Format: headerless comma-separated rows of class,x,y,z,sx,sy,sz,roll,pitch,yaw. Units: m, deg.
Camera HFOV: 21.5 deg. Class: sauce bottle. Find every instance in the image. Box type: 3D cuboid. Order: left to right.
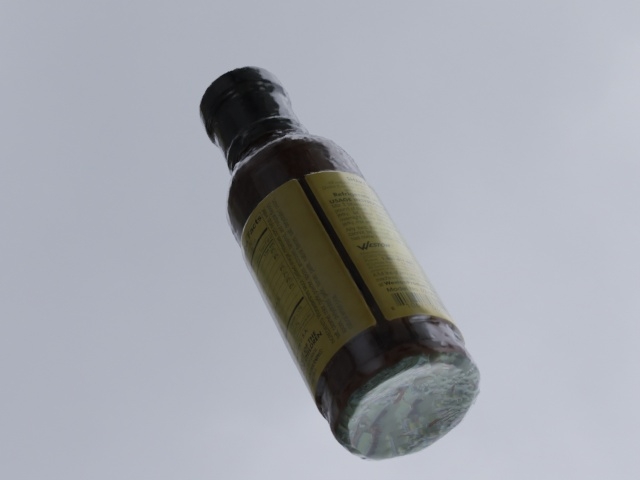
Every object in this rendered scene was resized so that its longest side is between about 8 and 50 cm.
sauce bottle,0.000,0.000,1.195,0.111,0.111,0.344,-50,-138,23
